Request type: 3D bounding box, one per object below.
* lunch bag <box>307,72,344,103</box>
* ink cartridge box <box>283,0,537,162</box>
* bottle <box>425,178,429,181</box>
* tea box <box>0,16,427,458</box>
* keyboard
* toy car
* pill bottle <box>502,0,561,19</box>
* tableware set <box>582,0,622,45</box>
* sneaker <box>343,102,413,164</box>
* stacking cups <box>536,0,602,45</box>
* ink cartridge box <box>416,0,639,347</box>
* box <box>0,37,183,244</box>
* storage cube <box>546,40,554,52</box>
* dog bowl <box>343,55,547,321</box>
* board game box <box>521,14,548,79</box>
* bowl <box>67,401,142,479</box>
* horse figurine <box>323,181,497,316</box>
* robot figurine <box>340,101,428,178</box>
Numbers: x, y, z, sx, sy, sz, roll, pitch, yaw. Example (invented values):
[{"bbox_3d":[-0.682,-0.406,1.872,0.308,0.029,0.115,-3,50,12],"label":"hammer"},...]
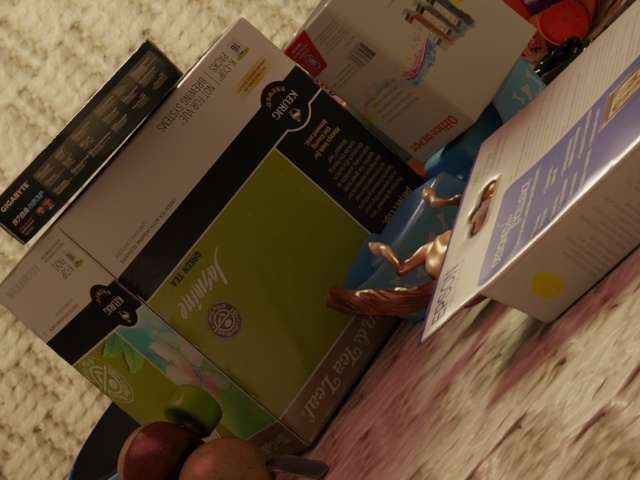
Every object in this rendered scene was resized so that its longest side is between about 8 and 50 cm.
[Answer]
[{"bbox_3d":[-0.046,-0.088,2.379,0.293,0.120,0.258,-52,-2,-20],"label":"lunch bag"},{"bbox_3d":[0.084,-0.186,1.649,0.127,0.176,0.128,-55,8,-24],"label":"ink cartridge box"},{"bbox_3d":[0.078,-0.068,2.272,0.118,0.092,0.283,-46,5,-4],"label":"bottle"},{"bbox_3d":[-0.088,0.018,1.789,0.329,0.323,0.220,-52,7,-33],"label":"tea box"},{"bbox_3d":[0.217,-0.131,1.904,0.201,0.033,0.317,-60,11,-28],"label":"keyboard"},{"bbox_3d":[-0.079,0.227,1.556,0.188,0.149,0.155,0,46,44],"label":"toy car"},{"bbox_3d":[0.292,-0.380,1.945,0.323,0.181,0.181,-28,11,14],"label":"pill bottle"},{"bbox_3d":[0.338,-0.263,1.888,0.154,0.024,0.104,-51,2,1],"label":"tableware set"},{"bbox_3d":[0.070,-0.123,1.858,0.091,0.094,0.258,-48,-1,-32],"label":"sneaker"},{"bbox_3d":[0.309,-0.313,2.156,0.096,0.096,0.316,-47,9,31],"label":"stacking cups"},{"bbox_3d":[0.214,-0.076,1.297,0.307,0.072,0.303,-48,11,34],"label":"ink cartridge box"},{"bbox_3d":[-0.227,-0.091,1.683,0.220,0.051,0.175,-48,8,-5],"label":"box"},{"bbox_3d":[0.185,-0.261,2.256,0.215,0.183,0.193,-46,5,44],"label":"storage cube"},{"bbox_3d":[0.132,-0.047,1.685,0.297,0.074,0.166,-56,8,-22],"label":"dog bowl"},{"bbox_3d":[0.220,-0.271,2.114,0.026,0.103,0.154,-43,41,46],"label":"board game box"},{"bbox_3d":[-0.177,0.207,2.255,0.391,0.077,0.391,-44,13,13],"label":"bowl"},{"bbox_3d":[0.125,-0.005,1.481,0.263,0.066,0.174,-43,25,-29],"label":"horse figurine"},{"bbox_3d":[0.076,-0.120,2.041,0.219,0.158,0.128,-27,20,50],"label":"robot figurine"}]
